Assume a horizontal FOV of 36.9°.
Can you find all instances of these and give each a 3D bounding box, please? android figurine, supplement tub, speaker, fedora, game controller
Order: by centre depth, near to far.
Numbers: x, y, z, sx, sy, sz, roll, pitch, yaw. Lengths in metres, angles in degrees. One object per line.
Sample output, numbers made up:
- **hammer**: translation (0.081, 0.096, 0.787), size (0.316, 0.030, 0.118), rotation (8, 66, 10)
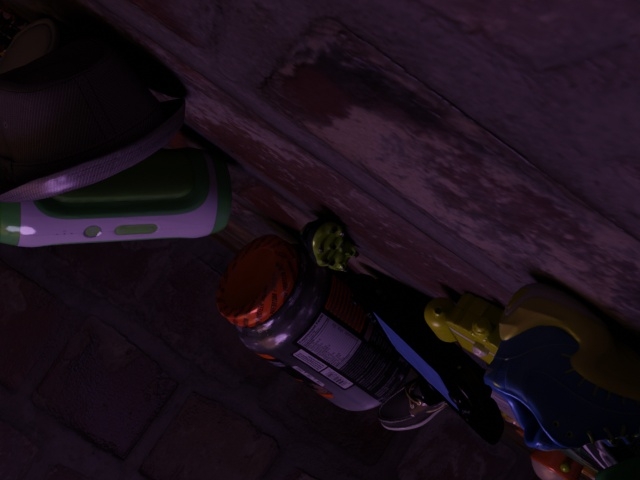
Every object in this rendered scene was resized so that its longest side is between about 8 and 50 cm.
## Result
- **fedora**: translation (-0.278, -0.144, 1.047), size (0.275, 0.244, 0.124), rotation (27, 141, 62)
- **android figurine**: translation (0.237, 0.141, 1.150), size (0.248, 0.056, 0.273), rotation (32, 175, 21)
- **speaker**: translation (-0.273, -0.059, 1.257), size (0.297, 0.131, 0.131), rotation (-3, -169, -25)
- **game controller**: translation (0.148, 0.167, 1.387), size (0.319, 0.067, 0.166), rotation (43, 160, 50)
- **supplement tub**: translation (-0.007, 0.143, 1.677), size (0.338, 0.207, 0.207), rotation (39, 172, -34)

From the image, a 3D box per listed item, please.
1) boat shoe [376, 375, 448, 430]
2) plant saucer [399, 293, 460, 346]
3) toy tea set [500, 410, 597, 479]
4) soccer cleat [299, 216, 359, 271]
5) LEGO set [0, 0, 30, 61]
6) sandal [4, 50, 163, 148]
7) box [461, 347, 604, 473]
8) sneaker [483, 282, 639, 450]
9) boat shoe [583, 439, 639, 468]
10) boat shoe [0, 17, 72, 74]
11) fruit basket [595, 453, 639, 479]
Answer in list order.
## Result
- **boat shoe**: translation (0.190, 0.264, 1.676), size (0.069, 0.228, 0.081), rotation (38, -149, -49)
- **plant saucer**: translation (0.159, 0.131, 1.565), size (0.168, 0.029, 0.168), rotation (34, 173, 5)
- **toy tea set**: translation (0.450, 0.428, 1.883), size (0.200, 0.124, 0.336), rotation (28, 171, 39)
- **soccer cleat**: translation (0.000, 0.000, 1.253), size (0.072, 0.060, 0.179), rotation (33, 176, 16)
- **LEGO set**: translation (-0.507, -0.249, 1.304), size (0.255, 0.192, 0.331), rotation (27, 171, 44)
- **sandal**: translation (-0.441, -0.227, 1.539), size (0.416, 0.102, 0.169), rotation (32, 173, 15)
- **box**: translation (0.378, 0.294, 1.559), size (0.232, 0.058, 0.322), rotation (27, 172, 47)
- **sneaker**: translation (0.243, 0.146, 0.827), size (0.240, 0.126, 0.091), rotation (34, 174, -1)
- **boat shoe**: translation (0.394, 0.263, 1.017), size (0.306, 0.113, 0.105), rotation (45, -174, -13)
- **boat shoe**: translation (-0.369, -0.175, 1.203), size (0.079, 0.254, 0.095), rotation (15, -137, -38)
- **fruit basket**: translation (0.367, 0.256, 0.696), size (0.327, 0.165, 0.353), rotation (16, 171, -17)
